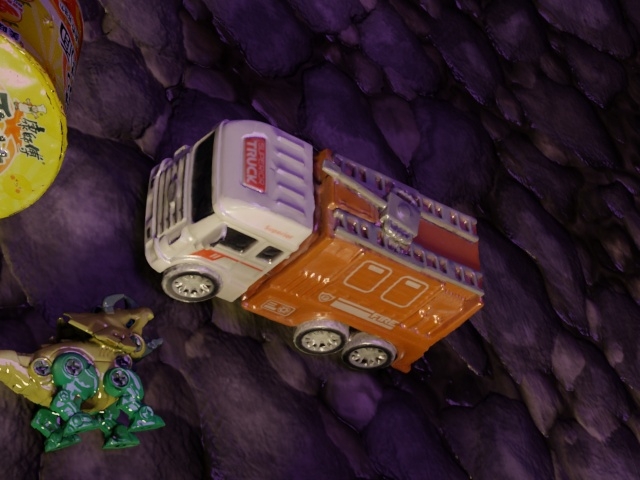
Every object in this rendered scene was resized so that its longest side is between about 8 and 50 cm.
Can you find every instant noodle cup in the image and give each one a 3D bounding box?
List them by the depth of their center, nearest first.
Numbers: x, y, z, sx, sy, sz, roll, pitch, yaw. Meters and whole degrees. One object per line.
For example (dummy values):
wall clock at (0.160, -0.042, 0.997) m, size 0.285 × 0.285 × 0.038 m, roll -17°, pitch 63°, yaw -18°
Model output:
instant noodle cup at (-0.357, -0.179, 1.556) m, size 0.264 × 0.264 × 0.200 m, roll 37°, pitch 36°, yaw -19°

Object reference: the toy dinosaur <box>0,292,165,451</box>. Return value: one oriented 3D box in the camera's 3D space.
toy dinosaur at (-0.261, 0.140, 1.540) m, size 0.259 × 0.094 × 0.153 m, roll -9°, pitch 69°, yaw -38°

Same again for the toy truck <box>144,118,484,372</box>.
toy truck at (0.000, 0.000, 1.790) m, size 0.387 × 0.207 × 0.173 m, roll 23°, pitch 48°, yaw -31°
